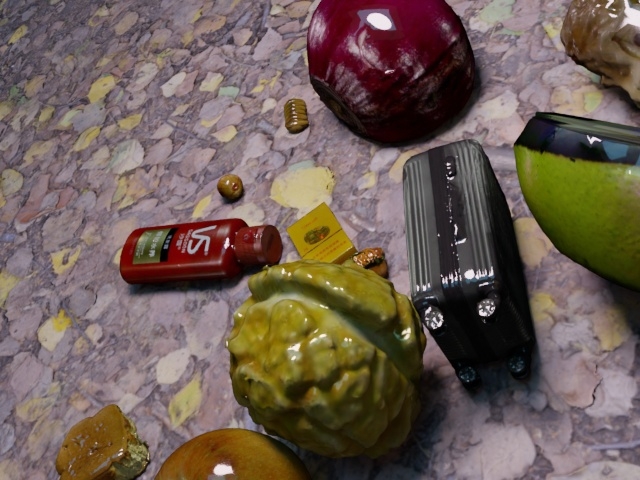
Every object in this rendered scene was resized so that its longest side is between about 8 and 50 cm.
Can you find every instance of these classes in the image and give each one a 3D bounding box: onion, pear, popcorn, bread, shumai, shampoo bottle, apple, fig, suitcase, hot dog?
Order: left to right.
[{"bbox_3d":[-0.350,0.340,1.300,0.140,0.069,0.128,-38,43,-2],"label":"bread"},{"bbox_3d":[-0.220,0.019,1.479,0.314,0.076,0.118,-5,50,29],"label":"shampoo bottle"},{"bbox_3d":[-0.180,-0.106,1.586,0.050,0.050,0.083,-47,25,-10],"label":"fig"},{"bbox_3d":[-0.108,0.362,1.057,0.236,0.207,0.237,-20,58,36],"label":"apple"},{"bbox_3d":[-0.050,-0.252,1.630,0.049,0.034,0.088,-15,47,13],"label":"bread"},{"bbox_3d":[0.002,0.150,1.095,0.282,0.247,0.282,-11,73,38],"label":"popcorn"},{"bbox_3d":[0.028,0.075,1.293,0.188,0.055,0.072,-40,45,-5],"label":"hot dog"},{"bbox_3d":[0.102,-0.346,1.461,0.282,0.260,0.337,-37,44,7],"label":"onion"},{"bbox_3d":[0.199,0.025,1.123,0.128,0.202,0.312,-16,48,20],"label":"suitcase"},{"bbox_3d":[0.413,-0.036,0.998,0.398,0.398,0.165,26,111,43],"label":"pear"},{"bbox_3d":[0.524,-0.304,1.164,0.346,0.217,0.283,-14,41,20],"label":"shumai"}]

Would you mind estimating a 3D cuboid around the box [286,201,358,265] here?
[{"bbox_3d":[0.000,0.000,1.383,0.087,0.023,0.155,-38,36,5],"label":"box"}]
